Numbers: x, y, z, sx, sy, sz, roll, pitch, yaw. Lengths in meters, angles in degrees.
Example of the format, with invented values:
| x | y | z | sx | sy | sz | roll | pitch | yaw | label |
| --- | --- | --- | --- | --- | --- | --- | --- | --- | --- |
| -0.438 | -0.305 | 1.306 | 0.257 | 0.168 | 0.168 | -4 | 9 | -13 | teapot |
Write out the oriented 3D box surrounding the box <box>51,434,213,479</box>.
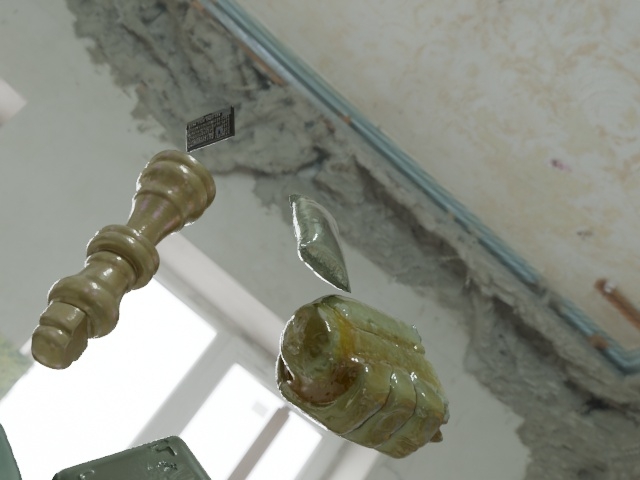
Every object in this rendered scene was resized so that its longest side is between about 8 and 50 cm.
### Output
| x | y | z | sx | sy | sz | roll | pitch | yaw | label |
| --- | --- | --- | --- | --- | --- | --- | --- | --- | --- |
| -0.110 | 0.210 | 0.575 | 0.172 | 0.124 | 0.093 | 39 | -49 | 44 | box |

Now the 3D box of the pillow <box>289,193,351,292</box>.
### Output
| x | y | z | sx | sy | sz | roll | pitch | yaw | label |
| --- | --- | --- | --- | --- | --- | --- | --- | --- | --- |
| 0.001 | 0.001 | 1.720 | 0.144 | 0.078 | 0.254 | 50 | 12 | -24 | pillow |

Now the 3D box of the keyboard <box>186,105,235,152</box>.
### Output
| x | y | z | sx | sy | sz | roll | pitch | yaw | label |
| --- | --- | --- | --- | --- | --- | --- | --- | --- | --- |
| -0.182 | -0.181 | 1.427 | 0.010 | 0.053 | 0.155 | 2 | -7 | -36 | keyboard |

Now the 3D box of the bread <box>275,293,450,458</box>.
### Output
| x | y | z | sx | sy | sz | roll | pitch | yaw | label |
| --- | --- | --- | --- | --- | --- | --- | --- | --- | --- |
| 0.055 | 0.258 | 1.623 | 0.341 | 0.210 | 0.300 | 24 | 27 | -44 | bread |

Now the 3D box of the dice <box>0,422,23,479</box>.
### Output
| x | y | z | sx | sy | sz | roll | pitch | yaw | label |
| --- | --- | --- | --- | --- | --- | --- | --- | --- | --- |
| -0.410 | 0.228 | 0.659 | 0.268 | 0.262 | 0.265 | -24 | -79 | 14 | dice |

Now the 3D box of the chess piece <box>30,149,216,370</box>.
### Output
| x | y | z | sx | sy | sz | roll | pitch | yaw | label |
| --- | --- | --- | --- | --- | --- | --- | --- | --- | --- |
| -0.280 | 0.025 | 1.218 | 0.117 | 0.397 | 0.117 | 13 | -48 | 15 | chess piece |
